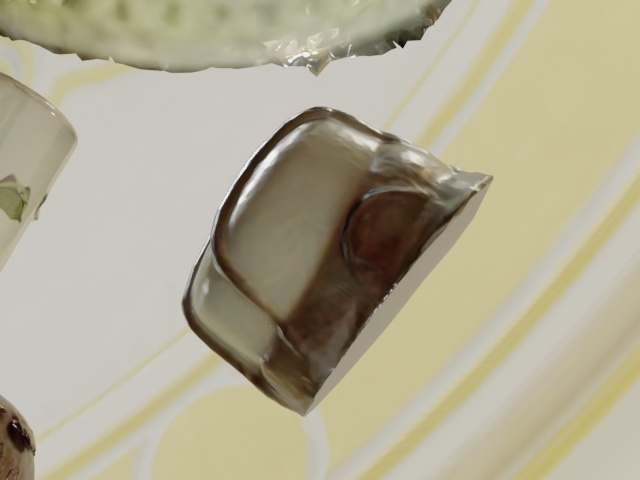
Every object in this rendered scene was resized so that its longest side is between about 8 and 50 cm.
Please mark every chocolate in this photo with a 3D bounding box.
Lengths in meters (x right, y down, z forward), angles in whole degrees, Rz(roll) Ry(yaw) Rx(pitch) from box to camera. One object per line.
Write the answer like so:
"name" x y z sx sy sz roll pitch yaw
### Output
"chocolate" 0.000 0.000 1.117 0.186 0.283 0.283 40 -106 8

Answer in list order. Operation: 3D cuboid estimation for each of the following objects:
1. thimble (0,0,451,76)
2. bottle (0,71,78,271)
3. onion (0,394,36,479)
"thimble" -0.046 -0.207 0.523 0.271 0.150 0.271 2 -131 -2
"bottle" -0.290 -0.002 0.911 0.120 0.120 0.253 20 -108 31
"onion" -0.375 0.194 1.059 0.252 0.252 0.219 17 -109 29
